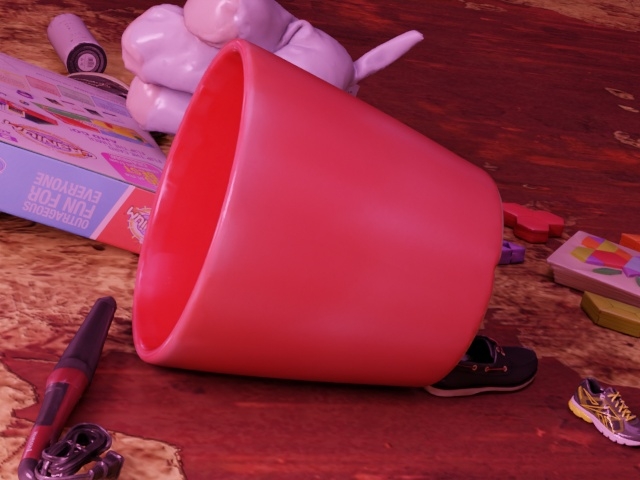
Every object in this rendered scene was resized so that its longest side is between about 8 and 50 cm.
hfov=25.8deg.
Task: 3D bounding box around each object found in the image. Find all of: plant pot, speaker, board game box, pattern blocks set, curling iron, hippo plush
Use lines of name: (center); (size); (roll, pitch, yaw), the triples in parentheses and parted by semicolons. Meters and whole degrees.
plant pot: (0.000, 0.000, 1.156); (0.243, 0.275, 0.275); (17, 19, -18)
speaker: (-0.323, -0.257, 1.848); (0.055, 0.055, 0.136); (3, 23, -24)
board game box: (-0.275, -0.101, 1.395); (0.242, 0.064, 0.316); (19, 17, -28)
pattern blocks set: (0.345, 0.039, 1.539); (0.325, 0.026, 0.285); (16, 22, 6)
curling iron: (-0.175, 0.112, 1.039); (0.068, 0.035, 0.274); (14, 22, -9)
hippo plush: (-0.060, -0.097, 1.391); (0.294, 0.234, 0.236); (16, 51, -36)

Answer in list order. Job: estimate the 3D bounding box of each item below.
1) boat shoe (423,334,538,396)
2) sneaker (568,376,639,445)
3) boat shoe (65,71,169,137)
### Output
boat shoe: (0.146, 0.107, 1.233); (0.133, 0.042, 0.049); (-2, 24, -38)
sneaker: (0.251, 0.147, 1.200); (0.083, 0.035, 0.031); (29, 27, 35)
boat shoe: (-0.244, -0.160, 1.652); (0.152, 0.056, 0.049); (17, 16, 10)
